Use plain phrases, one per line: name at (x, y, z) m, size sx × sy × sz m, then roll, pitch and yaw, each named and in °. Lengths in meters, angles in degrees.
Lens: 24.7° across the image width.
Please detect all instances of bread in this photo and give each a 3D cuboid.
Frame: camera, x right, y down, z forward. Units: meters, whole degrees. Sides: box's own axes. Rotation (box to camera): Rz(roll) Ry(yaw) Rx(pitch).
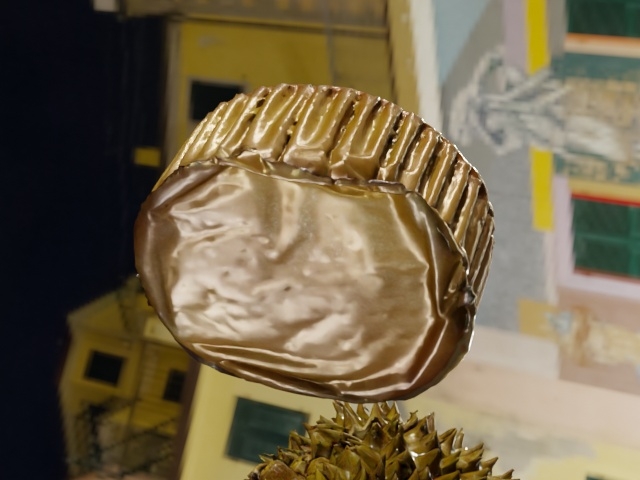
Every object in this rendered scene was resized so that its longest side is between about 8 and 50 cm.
bread at (0.000, 0.001, 0.831) m, size 0.104 × 0.199 × 0.199 m, roll -68°, pitch -30°, yaw -47°

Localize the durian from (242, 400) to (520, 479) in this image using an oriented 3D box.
durian at (0.054, 0.318, 1.066) m, size 0.347 × 0.348 × 0.384 m, roll -46°, pitch -68°, yaw -43°
